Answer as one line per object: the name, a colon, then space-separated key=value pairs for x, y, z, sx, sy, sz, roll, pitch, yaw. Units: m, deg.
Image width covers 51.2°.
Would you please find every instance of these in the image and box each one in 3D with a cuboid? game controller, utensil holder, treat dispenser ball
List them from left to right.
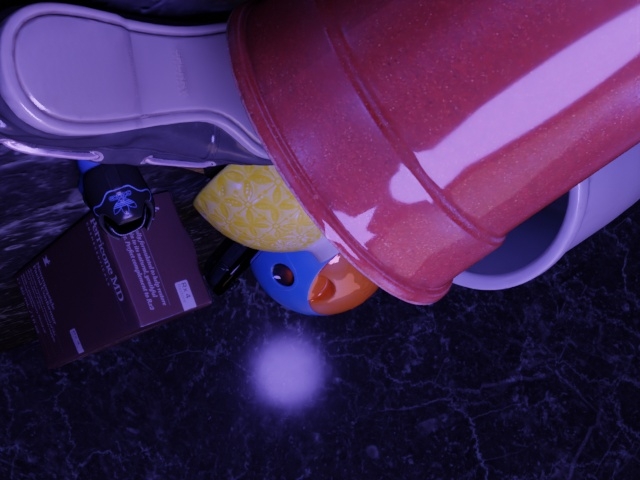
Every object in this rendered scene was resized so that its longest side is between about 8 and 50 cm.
game controller: x=-0.063 y=-0.039 z=1.060 sx=0.319 sy=0.067 sz=0.166 roll=-48 pitch=172 yaw=-9
treat dispenser ball: x=0.000 y=0.000 z=1.282 sx=0.288 sy=0.288 sz=0.288 roll=-22 pitch=176 yaw=-1
utensil holder: x=0.335 y=-0.135 z=1.076 sx=0.385 sy=0.328 sz=0.327 roll=-22 pitch=178 yaw=-44

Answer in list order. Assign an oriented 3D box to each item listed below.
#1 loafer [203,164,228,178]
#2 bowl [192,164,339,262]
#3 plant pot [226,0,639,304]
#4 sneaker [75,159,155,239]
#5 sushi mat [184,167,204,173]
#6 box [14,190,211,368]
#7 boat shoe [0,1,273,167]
loafer: x=-0.084 y=-0.132 z=0.782 sx=0.148 sy=0.050 sz=0.056 roll=-37 pitch=-179 yaw=-4
bowl: x=0.002 y=-0.067 z=0.844 sx=0.289 sy=0.156 sz=0.289 roll=-36 pitch=-178 yaw=1
plant pot: x=0.123 y=-0.136 z=0.468 sx=0.265 sy=0.272 sz=0.272 roll=-33 pitch=172 yaw=25
sneaker: x=-0.242 y=-0.042 z=0.805 sx=0.081 sy=0.091 sz=0.232 roll=-21 pitch=176 yaw=-12
sushi mat: x=-0.097 y=-0.127 z=0.987 sx=0.151 sy=0.019 sz=0.316 roll=-21 pitch=177 yaw=9
box: x=-0.359 y=0.079 z=1.113 sx=0.143 sy=0.191 sz=0.381 roll=-18 pitch=174 yaw=-46
boat shoe: x=-0.115 y=-0.113 z=0.520 sx=0.095 sy=0.112 sz=0.335 roll=-3 pitch=-178 yaw=35
